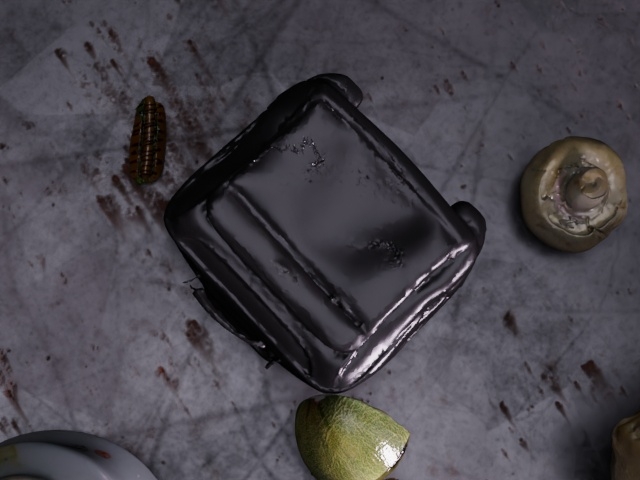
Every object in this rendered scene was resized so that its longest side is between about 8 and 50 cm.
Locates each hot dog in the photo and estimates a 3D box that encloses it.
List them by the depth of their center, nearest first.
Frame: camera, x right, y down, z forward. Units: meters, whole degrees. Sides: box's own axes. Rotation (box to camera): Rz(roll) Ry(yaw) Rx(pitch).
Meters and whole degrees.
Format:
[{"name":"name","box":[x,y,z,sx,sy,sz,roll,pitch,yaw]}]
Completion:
[{"name":"hot dog","box":[-0.232,-0.135,1.960,0.049,0.037,0.122,2,83,-7]}]

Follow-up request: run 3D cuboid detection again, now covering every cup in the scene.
[{"name":"cup","box":[-0.352,0.386,1.777,0.347,0.163,0.347,-2,71,5]}]

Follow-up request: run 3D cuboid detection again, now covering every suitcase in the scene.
[{"name":"suitcase","box":[0.000,0.000,1.896,0.339,0.188,0.345,-44,88,-3]}]

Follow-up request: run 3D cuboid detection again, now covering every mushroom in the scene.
[{"name":"mushroom","box":[0.340,-0.061,1.945,0.154,0.122,0.154,1,84,-11]}]

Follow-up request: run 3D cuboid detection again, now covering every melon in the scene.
[{"name":"melon","box":[0.018,0.256,1.847,0.128,0.160,0.079,52,45,-28]}]

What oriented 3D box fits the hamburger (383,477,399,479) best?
[{"name":"hamburger","box":[0.015,0.408,1.840,0.283,0.156,0.144,-42,86,-6]}]

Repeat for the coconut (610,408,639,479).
[{"name":"coconut","box":[0.524,0.315,1.799,0.360,0.346,0.346,16,81,-3]}]
